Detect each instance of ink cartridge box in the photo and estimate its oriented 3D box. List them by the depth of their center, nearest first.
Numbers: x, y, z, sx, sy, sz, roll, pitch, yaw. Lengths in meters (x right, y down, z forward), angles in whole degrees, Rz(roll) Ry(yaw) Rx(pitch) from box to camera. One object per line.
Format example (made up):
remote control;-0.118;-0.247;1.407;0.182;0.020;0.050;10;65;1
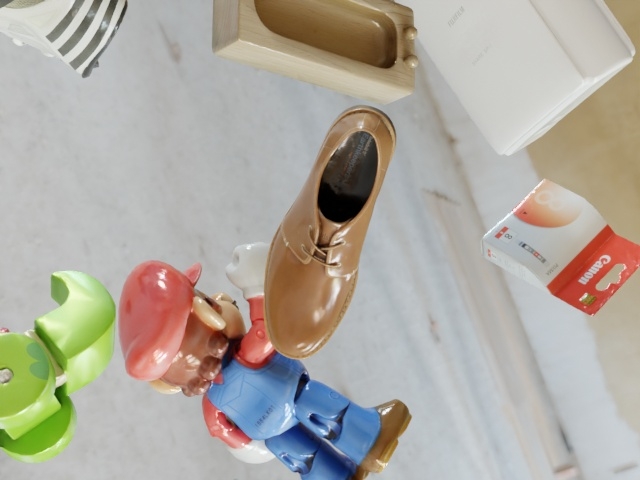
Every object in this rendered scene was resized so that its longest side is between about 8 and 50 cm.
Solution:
ink cartridge box;0.326;0.006;1.470;0.179;0.145;0.045;30;-31;35

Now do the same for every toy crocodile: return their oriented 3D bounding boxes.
toy crocodile;-0.288;0.146;0.809;0.105;0.340;0.115;46;-18;21

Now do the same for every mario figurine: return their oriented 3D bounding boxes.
mario figurine;-0.062;0.123;1.141;0.321;0.198;0.170;37;-7;0

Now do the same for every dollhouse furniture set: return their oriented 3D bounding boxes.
dollhouse furniture set;0.019;-0.169;0.543;0.144;0.123;0.151;11;74;-36

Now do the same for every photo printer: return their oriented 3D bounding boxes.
photo printer;0.213;-0.281;1.343;0.307;0.107;0.256;57;-22;5

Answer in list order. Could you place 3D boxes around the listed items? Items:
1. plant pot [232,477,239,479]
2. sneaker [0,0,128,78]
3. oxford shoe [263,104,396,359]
plant pot;-0.109;0.488;1.392;0.235;0.293;0.293;37;13;8
sneaker;-0.411;-0.280;1.342;0.257;0.448;0.169;40;66;-46
oxford shoe;0.000;0.000;0.855;0.076;0.076;0.212;-70;177;-75
